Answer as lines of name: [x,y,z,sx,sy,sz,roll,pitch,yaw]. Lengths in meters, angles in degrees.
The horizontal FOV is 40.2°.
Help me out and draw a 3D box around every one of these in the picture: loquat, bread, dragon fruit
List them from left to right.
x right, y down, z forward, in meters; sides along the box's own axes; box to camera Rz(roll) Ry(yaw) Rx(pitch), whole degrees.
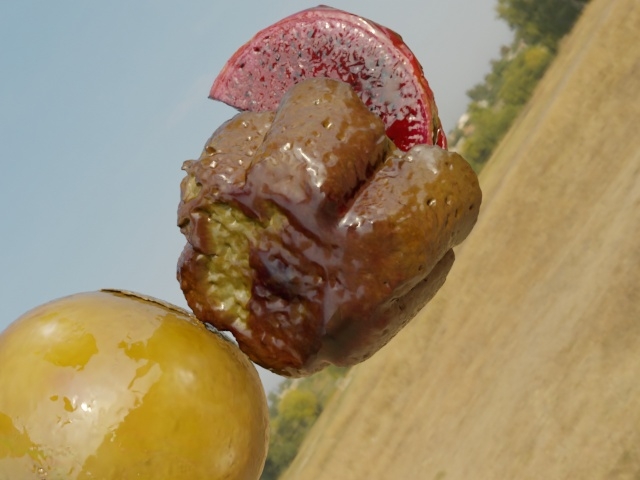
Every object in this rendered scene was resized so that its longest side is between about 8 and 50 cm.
loquat: [-0.176,0.164,0.770,0.263,0.263,0.263,-56,-4,-6]
bread: [-0.012,-0.002,0.714,0.135,0.232,0.246,-51,-6,-50]
dragon fruit: [0.035,-0.147,0.912,0.163,0.262,0.189,-43,-24,-46]
